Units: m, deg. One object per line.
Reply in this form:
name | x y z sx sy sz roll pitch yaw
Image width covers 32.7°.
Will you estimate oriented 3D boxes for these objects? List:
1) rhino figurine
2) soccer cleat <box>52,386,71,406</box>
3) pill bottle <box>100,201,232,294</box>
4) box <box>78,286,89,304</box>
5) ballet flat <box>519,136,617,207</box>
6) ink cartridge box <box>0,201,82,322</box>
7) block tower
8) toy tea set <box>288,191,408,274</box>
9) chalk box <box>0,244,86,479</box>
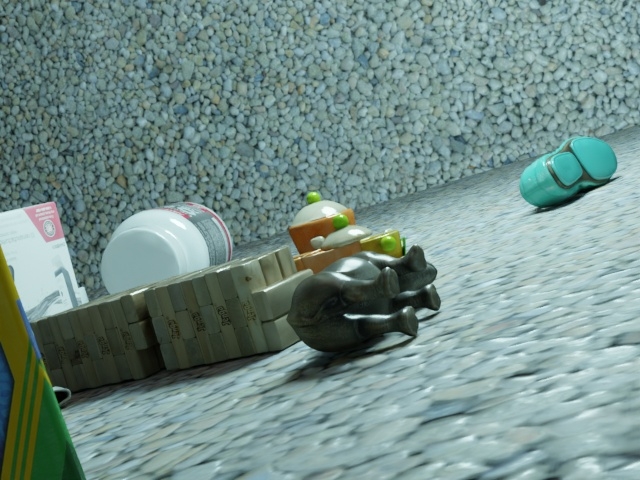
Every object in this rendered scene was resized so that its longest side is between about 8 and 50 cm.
rhino figurine | 0.046 0.044 0.965 0.106 0.073 0.243 -13 3 19
soccer cleat | -0.290 0.165 1.095 0.083 0.029 0.035 -15 -3 -36
pill bottle | -0.263 0.030 1.860 0.176 0.176 0.318 -17 4 8
box | -0.431 0.141 1.653 0.130 0.091 0.170 -17 3 10
ballet flat | 0.361 -0.101 1.626 0.087 0.083 0.247 -32 -8 35
ink cartridge box | -0.358 0.075 1.285 0.092 0.218 0.158 -11 6 18
block tower | -0.159 0.087 1.151 0.335 0.091 0.097 -15 4 33
toy tea set | 0.000 0.000 1.432 0.200 0.124 0.336 -19 4 -25
chalk box | -0.294 0.054 0.708 0.179 0.289 0.180 -19 4 -23
